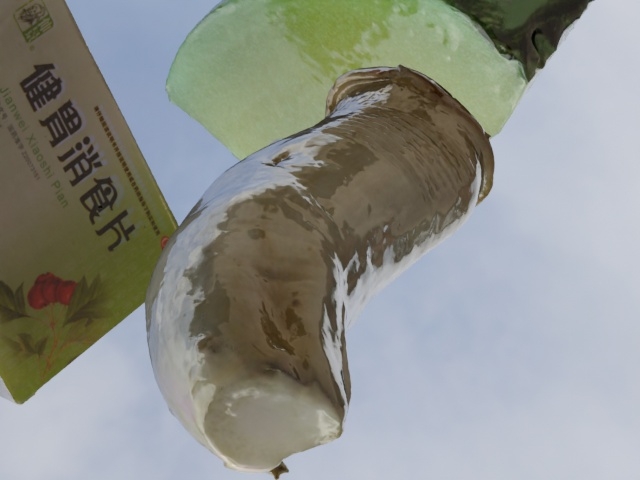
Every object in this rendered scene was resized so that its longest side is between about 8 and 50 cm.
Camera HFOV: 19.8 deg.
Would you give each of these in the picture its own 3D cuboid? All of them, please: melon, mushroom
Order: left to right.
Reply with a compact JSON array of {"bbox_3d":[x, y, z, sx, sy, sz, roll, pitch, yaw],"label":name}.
[{"bbox_3d":[0.000,0.000,0.897,0.123,0.095,0.351,17,-151,10],"label":"mushroom"},{"bbox_3d":[0.082,-0.142,1.361,0.331,0.343,0.226,7,-115,-22],"label":"melon"}]

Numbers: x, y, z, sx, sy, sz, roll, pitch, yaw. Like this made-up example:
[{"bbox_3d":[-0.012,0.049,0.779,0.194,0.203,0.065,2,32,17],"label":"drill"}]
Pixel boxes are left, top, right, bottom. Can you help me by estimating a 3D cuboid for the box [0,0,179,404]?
[{"bbox_3d":[-0.215,-0.040,1.273,0.175,0.062,0.260,-40,-58,-26],"label":"box"}]
